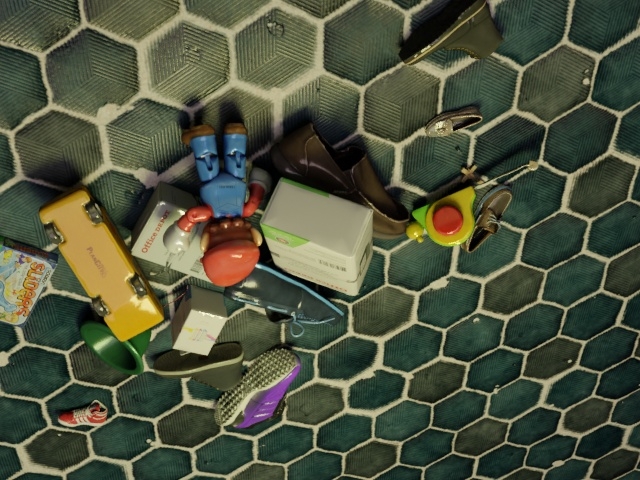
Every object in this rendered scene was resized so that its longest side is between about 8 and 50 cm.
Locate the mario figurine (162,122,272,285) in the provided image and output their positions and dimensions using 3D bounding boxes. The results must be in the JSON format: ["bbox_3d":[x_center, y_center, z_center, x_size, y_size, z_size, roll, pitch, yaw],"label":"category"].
[{"bbox_3d":[-0.208,-0.068,1.526,0.198,0.170,0.321,-4,91,16],"label":"mario figurine"}]

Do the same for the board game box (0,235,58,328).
[{"bbox_3d":[-0.672,0.092,1.634,0.136,0.035,0.201,22,118,-27],"label":"board game box"}]

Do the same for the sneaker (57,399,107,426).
[{"bbox_3d":[-0.596,0.435,1.901,0.118,0.042,0.067,8,127,-29],"label":"sneaker"}]

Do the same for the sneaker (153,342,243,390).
[{"bbox_3d":[-0.299,0.331,1.875,0.221,0.083,0.118,-6,127,-11],"label":"sneaker"}]

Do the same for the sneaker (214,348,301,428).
[{"bbox_3d":[-0.133,0.394,1.961,0.146,0.102,0.293,31,118,-35],"label":"sneaker"}]

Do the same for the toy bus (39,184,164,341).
[{"bbox_3d":[-0.448,0.046,1.563,0.108,0.130,0.333,-28,112,-4],"label":"toy bus"}]

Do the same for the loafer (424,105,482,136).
[{"bbox_3d":[0.286,-0.252,1.620,0.125,0.039,0.045,-22,129,2],"label":"loafer"}]

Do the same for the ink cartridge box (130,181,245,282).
[{"bbox_3d":[-0.284,-0.015,1.621,0.208,0.087,0.153,23,116,-28],"label":"ink cartridge box"}]

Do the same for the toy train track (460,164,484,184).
[{"bbox_3d":[0.348,-0.147,1.731,0.083,0.014,0.048,28,108,-36],"label":"toy train track"}]

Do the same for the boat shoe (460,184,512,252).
[{"bbox_3d":[0.398,-0.045,1.783,0.066,0.066,0.183,19,119,-26],"label":"boat shoe"}]

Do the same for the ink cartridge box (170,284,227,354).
[{"bbox_3d":[-0.290,0.194,1.771,0.089,0.092,0.143,16,121,-24],"label":"ink cartridge box"}]

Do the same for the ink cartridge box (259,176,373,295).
[{"bbox_3d":[0.000,0.000,1.566,0.198,0.115,0.273,20,163,10],"label":"ink cartridge box"}]

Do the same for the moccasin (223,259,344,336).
[{"bbox_3d":[-0.092,0.134,1.735,0.342,0.137,0.117,30,91,-36],"label":"moccasin"}]

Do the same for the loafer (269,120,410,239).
[{"bbox_3d":[0.068,-0.124,1.599,0.365,0.134,0.130,30,114,-30],"label":"loafer"}]

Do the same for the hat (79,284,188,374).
[{"bbox_3d":[-0.429,0.197,1.782,0.208,0.184,0.173,17,139,24],"label":"hat"}]

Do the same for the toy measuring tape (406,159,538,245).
[{"bbox_3d":[0.352,-0.067,1.711,0.330,0.121,0.121,-24,128,13],"label":"toy measuring tape"}]

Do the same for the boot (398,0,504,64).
[{"bbox_3d":[0.267,-0.384,1.501,0.197,0.077,0.137,-35,131,13],"label":"boot"}]
